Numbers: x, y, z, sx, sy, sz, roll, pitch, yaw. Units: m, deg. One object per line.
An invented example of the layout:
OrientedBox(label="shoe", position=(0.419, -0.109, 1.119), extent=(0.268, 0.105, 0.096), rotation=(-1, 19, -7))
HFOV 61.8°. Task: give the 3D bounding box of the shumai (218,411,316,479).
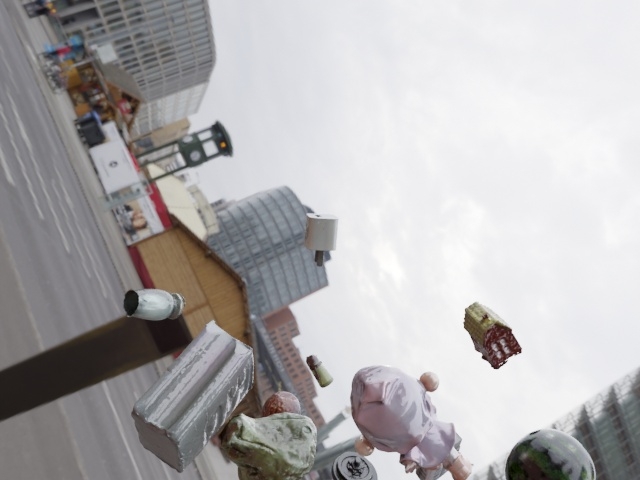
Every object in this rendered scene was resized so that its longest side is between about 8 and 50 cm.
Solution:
OrientedBox(label="shumai", position=(-0.138, 0.555, 1.478), extent=(0.225, 0.260, 0.222), rotation=(36, -29, 63))

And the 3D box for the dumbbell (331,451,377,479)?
OrientedBox(label="dumbbell", position=(0.122, 0.977, 2.128), extent=(0.192, 0.191, 0.290), rotation=(46, -49, 51))

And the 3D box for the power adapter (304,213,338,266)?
OrientedBox(label="power adapter", position=(0.000, 0.000, 2.183), extent=(0.130, 0.125, 0.205), rotation=(-137, -129, -76))

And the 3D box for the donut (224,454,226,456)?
OrientedBox(label="donut", position=(-0.279, 0.788, 2.020), extent=(0.141, 0.085, 0.217), rotation=(39, -49, 11))

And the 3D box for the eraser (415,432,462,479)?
OrientedBox(label="eraser", position=(0.375, 0.691, 1.709), extent=(0.068, 0.124, 0.210), rotation=(49, -27, 37))

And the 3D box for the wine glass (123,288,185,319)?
OrientedBox(label="wine glass", position=(-0.591, 0.227, 1.899), extent=(0.204, 0.111, 0.111), rotation=(14, 38, -55))

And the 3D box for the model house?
OrientedBox(label="model house", position=(0.721, 0.384, 2.293), extent=(0.254, 0.159, 0.196), rotation=(60, 0, -25))

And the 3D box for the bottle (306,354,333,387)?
OrientedBox(label="bottle", position=(-0.007, 0.379, 1.567), extent=(0.101, 0.047, 0.063), rotation=(55, -19, -3))

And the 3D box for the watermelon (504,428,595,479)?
OrientedBox(label="watermelon", position=(0.679, 0.703, 1.594), extent=(0.269, 0.268, 0.269), rotation=(57, -17, 28))

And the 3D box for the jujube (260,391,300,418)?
OrientedBox(label="jujube", position=(-0.173, 0.743, 2.198), extent=(0.168, 0.168, 0.237), rotation=(23, -84, 68))

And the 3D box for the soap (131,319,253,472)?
OrientedBox(label="soap", position=(-0.437, 0.556, 1.893), extent=(0.212, 0.435, 0.351), rotation=(29, -44, 14))

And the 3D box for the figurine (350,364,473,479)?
OrientedBox(label="figurine", position=(0.155, 0.328, 0.950), extent=(0.276, 0.200, 0.133), rotation=(47, -3, -18))
